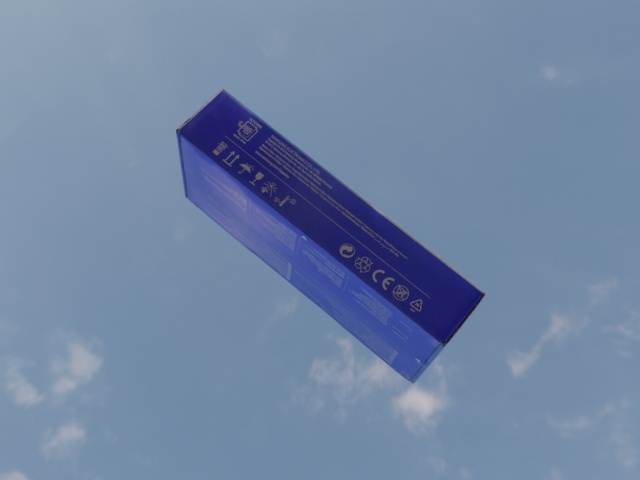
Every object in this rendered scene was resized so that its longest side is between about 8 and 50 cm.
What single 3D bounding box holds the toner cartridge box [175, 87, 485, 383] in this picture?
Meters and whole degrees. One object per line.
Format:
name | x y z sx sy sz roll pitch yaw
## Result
toner cartridge box | 0.000 0.000 0.912 0.348 0.165 0.075 39 -109 10
